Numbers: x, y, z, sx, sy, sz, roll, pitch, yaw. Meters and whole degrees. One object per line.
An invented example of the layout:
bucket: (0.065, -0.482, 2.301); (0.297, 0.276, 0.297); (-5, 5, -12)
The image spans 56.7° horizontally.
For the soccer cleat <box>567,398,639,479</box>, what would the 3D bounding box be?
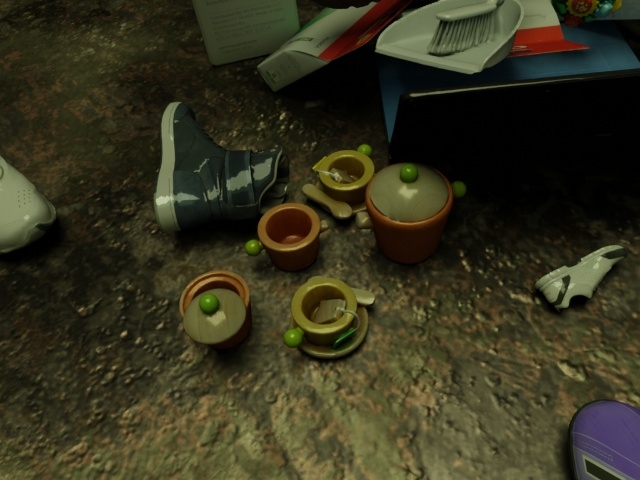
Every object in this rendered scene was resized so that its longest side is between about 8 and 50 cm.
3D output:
soccer cleat: (0.281, 0.249, 0.416); (0.108, 0.116, 0.318); (-11, 52, -2)

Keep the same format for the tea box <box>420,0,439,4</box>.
tea box: (0.229, -0.556, 0.901); (0.323, 0.220, 0.329); (34, 93, 35)

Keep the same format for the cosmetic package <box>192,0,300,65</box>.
cosmetic package: (-0.150, -0.521, 0.864); (0.161, 0.453, 0.230); (-13, 51, -3)

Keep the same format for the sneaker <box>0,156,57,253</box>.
sneaker: (-0.460, -0.085, 0.768); (0.297, 0.129, 0.111); (31, 59, 26)

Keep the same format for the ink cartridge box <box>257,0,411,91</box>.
ink cartridge box: (0.029, -0.310, 0.856); (0.181, 0.056, 0.224); (-49, 21, -28)

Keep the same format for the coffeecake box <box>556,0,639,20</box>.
coffeecake box: (0.461, -0.394, 0.869); (0.142, 0.068, 0.185); (-49, 39, -14)

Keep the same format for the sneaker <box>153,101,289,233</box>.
sneaker: (-0.124, -0.107, 0.770); (0.163, 0.086, 0.226); (-9, 50, -2)

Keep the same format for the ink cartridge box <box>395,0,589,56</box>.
ink cartridge box: (0.201, -0.270, 0.744); (0.189, 0.066, 0.232); (-6, 20, 2)

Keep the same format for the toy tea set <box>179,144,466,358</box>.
toy tea set: (0.000, 0.000, 0.644); (0.200, 0.124, 0.336); (29, 61, 26)

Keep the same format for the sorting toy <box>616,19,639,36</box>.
sorting toy: (0.530, -0.374, 0.922); (0.132, 0.046, 0.274); (-23, 53, -11)

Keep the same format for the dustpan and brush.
dustpan and brush: (0.180, -0.252, 0.654); (0.211, 0.060, 0.147); (-28, 40, -31)

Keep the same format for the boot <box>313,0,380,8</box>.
boot: (0.072, -0.566, 0.776); (0.367, 0.146, 0.445); (-29, 65, 18)

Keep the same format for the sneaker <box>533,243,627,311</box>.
sneaker: (0.285, 0.040, 0.637); (0.109, 0.040, 0.044); (-25, 69, -8)

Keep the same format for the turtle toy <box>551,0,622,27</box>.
turtle toy: (0.351, -0.335, 0.823); (0.130, 0.095, 0.066); (-10, 40, 40)

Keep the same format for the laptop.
laptop: (0.267, -0.235, 0.735); (0.382, 0.408, 0.236); (-5, 85, 4)
